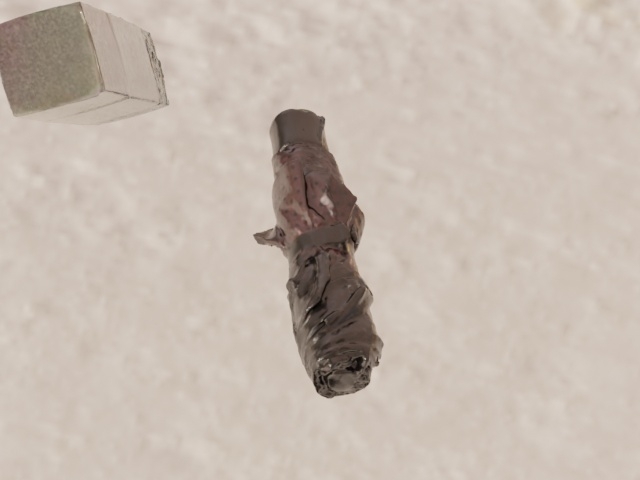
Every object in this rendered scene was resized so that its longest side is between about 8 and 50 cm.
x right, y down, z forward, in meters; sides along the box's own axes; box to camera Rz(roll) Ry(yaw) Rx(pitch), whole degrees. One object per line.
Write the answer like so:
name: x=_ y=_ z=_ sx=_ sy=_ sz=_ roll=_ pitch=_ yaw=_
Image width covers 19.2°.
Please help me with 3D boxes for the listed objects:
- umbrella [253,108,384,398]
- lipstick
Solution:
umbrella: x=0.000 y=0.000 z=1.711 sx=0.090 sy=0.094 sz=0.326 roll=16 pitch=44 yaw=-28
lipstick: x=-0.166 y=-0.123 z=1.361 sx=0.068 sy=0.066 sz=0.317 roll=-14 pitch=2 yaw=3
